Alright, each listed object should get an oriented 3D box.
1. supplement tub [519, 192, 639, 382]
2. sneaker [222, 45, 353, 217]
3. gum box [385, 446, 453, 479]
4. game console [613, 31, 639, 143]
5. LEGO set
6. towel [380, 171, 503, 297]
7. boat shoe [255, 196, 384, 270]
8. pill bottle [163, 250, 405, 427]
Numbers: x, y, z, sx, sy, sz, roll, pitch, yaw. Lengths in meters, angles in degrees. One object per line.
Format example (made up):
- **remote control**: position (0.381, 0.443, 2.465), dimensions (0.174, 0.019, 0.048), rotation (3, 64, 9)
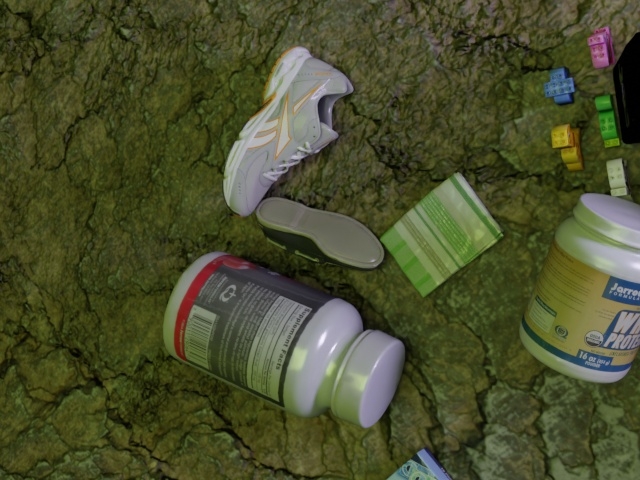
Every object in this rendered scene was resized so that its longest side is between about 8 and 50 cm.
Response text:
- **supplement tub**: position (0.340, 0.057, 1.197), dimensions (0.144, 0.144, 0.199), rotation (26, 114, 23)
- **sneaker**: position (-0.046, -0.144, 1.409), dimensions (0.121, 0.099, 0.262), rotation (27, 93, 14)
- **gum box**: position (0.131, 0.413, 1.390), dimensions (0.184, 0.041, 0.157), rotation (-46, 73, 20)
- **game console**: position (0.466, -0.082, 1.159), dimensions (0.213, 0.044, 0.361), rotation (-3, 97, 48)
- **LEGO set**: position (0.331, -0.154, 1.236), dimensions (0.087, 0.093, 0.227), rotation (-9, 88, 26)
- **towel**: position (0.169, -0.007, 1.367), dimensions (0.152, 0.023, 0.113), rotation (-41, 73, 24)
- **boat shoe**: position (0.000, 0.000, 1.438), dimensions (0.206, 0.075, 0.065), rotation (23, 145, 18)
- **pill bottle**: position (-0.050, 0.145, 1.392), dimensions (0.319, 0.176, 0.176), rotation (21, 101, 24)
